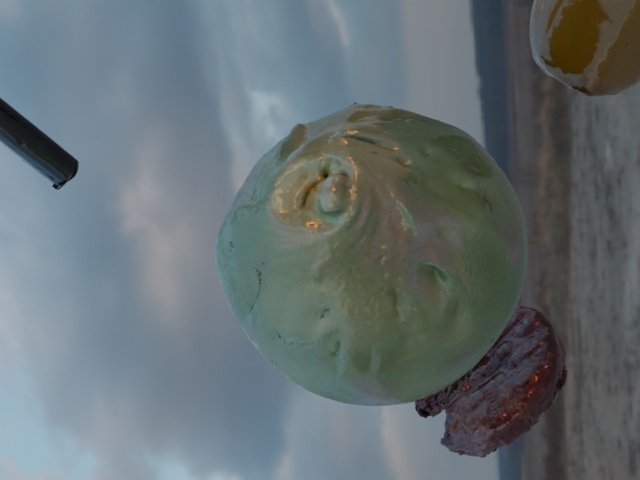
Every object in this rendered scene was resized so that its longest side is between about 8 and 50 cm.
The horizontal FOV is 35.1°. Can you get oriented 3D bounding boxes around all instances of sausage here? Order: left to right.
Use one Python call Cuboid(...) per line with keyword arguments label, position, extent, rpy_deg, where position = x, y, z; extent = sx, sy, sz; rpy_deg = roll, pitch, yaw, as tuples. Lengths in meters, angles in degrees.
Cuboid(label="sausage", position=(0.272, -0.270, 0.803), extent=(0.134, 0.116, 0.354), rpy_deg=(48, 147, 24))

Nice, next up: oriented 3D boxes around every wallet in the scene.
Cuboid(label="wallet", position=(-0.398, -0.175, 1.098), extent=(0.318, 0.045, 0.172), rpy_deg=(44, 174, -18))

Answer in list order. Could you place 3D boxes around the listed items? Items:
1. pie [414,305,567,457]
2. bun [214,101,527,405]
Cuboid(label="pie", position=(0.205, 0.169, 1.235), extent=(0.054, 0.204, 0.219), rpy_deg=(48, -166, -24))
Cuboid(label="bun", position=(0.039, 0.005, 0.877), extent=(0.179, 0.283, 0.283), rpy_deg=(38, -130, -74))
